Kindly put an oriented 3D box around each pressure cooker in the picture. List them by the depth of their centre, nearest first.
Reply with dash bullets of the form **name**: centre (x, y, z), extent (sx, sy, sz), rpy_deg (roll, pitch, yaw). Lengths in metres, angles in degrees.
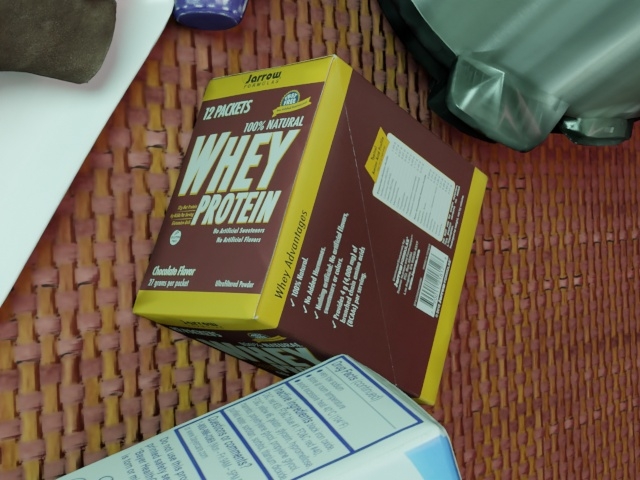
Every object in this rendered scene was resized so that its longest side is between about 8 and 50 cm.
- **pressure cooker**: centre (0.233, -0.282, 0.821), extent (0.370, 0.420, 0.375), rpy_deg (-19, 82, -24)

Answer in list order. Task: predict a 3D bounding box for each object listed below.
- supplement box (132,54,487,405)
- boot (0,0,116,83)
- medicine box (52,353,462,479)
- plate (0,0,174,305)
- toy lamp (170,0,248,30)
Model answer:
- **supplement box**: centre (0.000, 0.000, 0.752), extent (0.194, 0.129, 0.191), rpy_deg (31, 67, -41)
- **boot**: centre (-0.182, -0.200, 0.514), extent (0.207, 0.090, 0.248), rpy_deg (-9, 117, -53)
- **medicine box**: centre (-0.046, 0.253, 0.604), extent (0.289, 0.149, 0.263), rpy_deg (-22, 106, -14)
- **plate**: centre (-0.238, -0.129, 0.570), extent (0.278, 0.045, 0.277), rpy_deg (43, 59, -36)
- **toy lamp**: centre (-0.074, -0.288, 0.726), extent (0.080, 0.080, 0.274), rpy_deg (10, 79, -45)
